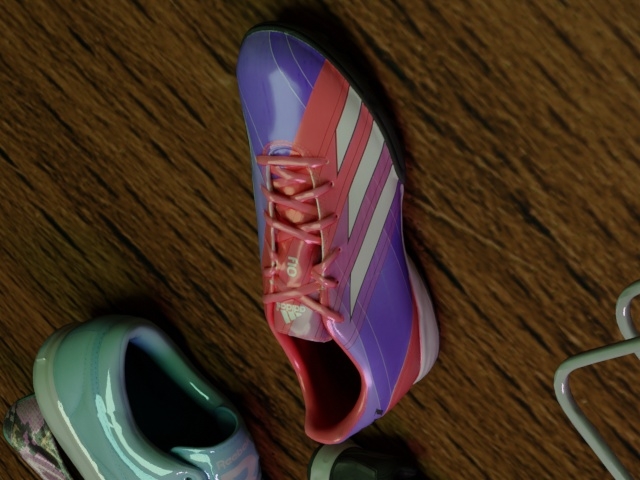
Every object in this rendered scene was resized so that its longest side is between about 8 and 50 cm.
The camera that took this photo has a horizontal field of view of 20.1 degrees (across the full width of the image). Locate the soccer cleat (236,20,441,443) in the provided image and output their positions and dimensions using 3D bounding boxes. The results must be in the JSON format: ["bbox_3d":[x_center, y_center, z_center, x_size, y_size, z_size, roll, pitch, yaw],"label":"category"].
[{"bbox_3d":[0.000,0.000,1.257,0.108,0.116,0.318,11,133,36],"label":"soccer cleat"}]

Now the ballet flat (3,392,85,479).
[{"bbox_3d":[-0.211,0.232,1.725,0.079,0.077,0.221,-32,102,32],"label":"ballet flat"}]

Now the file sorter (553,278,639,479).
[{"bbox_3d":[0.276,0.038,0.910,0.193,0.278,0.173,51,144,-10],"label":"file sorter"}]

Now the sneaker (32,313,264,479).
[{"bbox_3d":[-0.102,0.219,1.551,0.366,0.135,0.150,51,146,-12],"label":"sneaker"}]

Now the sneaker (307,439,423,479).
[{"bbox_3d":[0.080,0.263,1.473,0.106,0.078,0.234,-5,120,48],"label":"sneaker"}]
